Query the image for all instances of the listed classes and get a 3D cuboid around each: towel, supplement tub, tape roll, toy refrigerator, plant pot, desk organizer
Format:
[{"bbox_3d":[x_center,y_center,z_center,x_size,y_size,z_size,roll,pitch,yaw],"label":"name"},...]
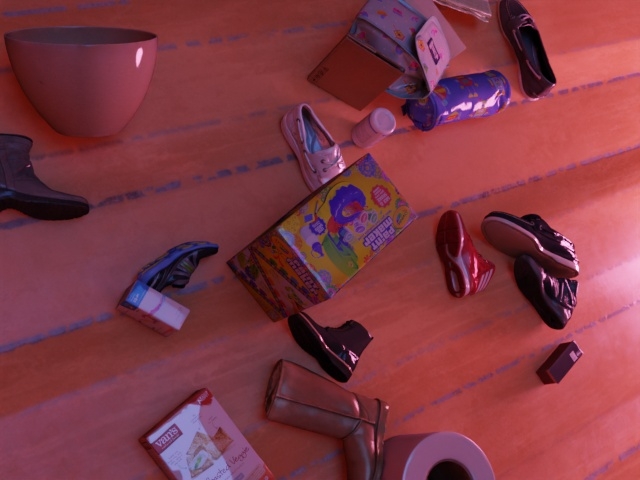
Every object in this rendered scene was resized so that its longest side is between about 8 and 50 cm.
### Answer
[{"bbox_3d":[0.364,-0.783,2.127,0.248,0.038,0.324,7,63,-36],"label":"towel"},{"bbox_3d":[0.131,-0.276,1.853,0.071,0.107,0.071,8,71,-26],"label":"supplement tub"},{"bbox_3d":[0.232,0.540,1.622,0.246,0.169,0.246,8,72,-26],"label":"tape roll"},{"bbox_3d":[0.258,-0.584,2.018,0.094,0.102,0.269,-41,96,-31],"label":"toy refrigerator"},{"bbox_3d":[-0.462,-0.311,1.484,0.284,0.284,0.190,-12,116,-30],"label":"plant pot"},{"bbox_3d":[0.625,0.320,1.965,0.130,0.050,0.047,-38,94,-31],"label":"desk organizer"}]

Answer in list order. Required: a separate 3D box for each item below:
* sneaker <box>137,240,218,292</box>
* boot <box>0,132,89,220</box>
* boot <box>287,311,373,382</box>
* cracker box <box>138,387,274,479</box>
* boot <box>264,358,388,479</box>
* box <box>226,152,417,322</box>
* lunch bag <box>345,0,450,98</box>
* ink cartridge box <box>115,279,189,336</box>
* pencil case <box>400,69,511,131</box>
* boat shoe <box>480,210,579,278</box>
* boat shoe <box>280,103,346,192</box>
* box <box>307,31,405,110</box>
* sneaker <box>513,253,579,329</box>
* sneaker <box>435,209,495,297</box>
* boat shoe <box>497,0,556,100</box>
[{"bbox_3d":[-0.292,0.057,1.563,0.188,0.067,0.078,-34,113,-33],"label":"sneaker"},{"bbox_3d":[-0.571,-0.133,1.459,0.247,0.083,0.161,8,66,-27],"label":"boot"},{"bbox_3d":[0.024,0.202,1.680,0.198,0.077,0.137,53,53,-19],"label":"boot"},{"bbox_3d":[-0.222,0.429,1.475,0.156,0.067,0.232,-39,94,-32],"label":"cracker box"},{"bbox_3d":[0.003,0.404,1.596,0.270,0.089,0.236,24,55,-20],"label":"boot"},{"bbox_3d":[0.000,0.000,1.600,0.290,0.279,0.177,-41,96,-31],"label":"box"},{"bbox_3d":[0.199,-0.483,1.876,0.262,0.160,0.223,33,42,-3],"label":"lunch bag"},{"bbox_3d":[-0.333,0.137,1.492,0.122,0.088,0.052,31,63,-16],"label":"ink cartridge box"},{"bbox_3d":[0.366,-0.370,1.999,0.306,0.133,0.119,-18,45,-31],"label":"pencil case"},{"bbox_3d":[0.563,-0.013,1.991,0.340,0.127,0.113,25,63,-21],"label":"boat shoe"},{"bbox_3d":[0.005,-0.195,1.768,0.098,0.096,0.277,-34,92,-32],"label":"boat shoe"},{"bbox_3d":[0.084,-0.401,1.812,0.164,0.201,0.021,27,60,-19],"label":"box"},{"bbox_3d":[0.605,0.113,2.000,0.130,0.087,0.227,-42,100,-33],"label":"sneaker"},{"bbox_3d":[0.372,0.031,1.914,0.128,0.087,0.221,-4,89,-37],"label":"sneaker"},{"bbox_3d":[0.617,-0.579,2.208,0.112,0.095,0.335,-8,79,-29],"label":"boat shoe"}]
